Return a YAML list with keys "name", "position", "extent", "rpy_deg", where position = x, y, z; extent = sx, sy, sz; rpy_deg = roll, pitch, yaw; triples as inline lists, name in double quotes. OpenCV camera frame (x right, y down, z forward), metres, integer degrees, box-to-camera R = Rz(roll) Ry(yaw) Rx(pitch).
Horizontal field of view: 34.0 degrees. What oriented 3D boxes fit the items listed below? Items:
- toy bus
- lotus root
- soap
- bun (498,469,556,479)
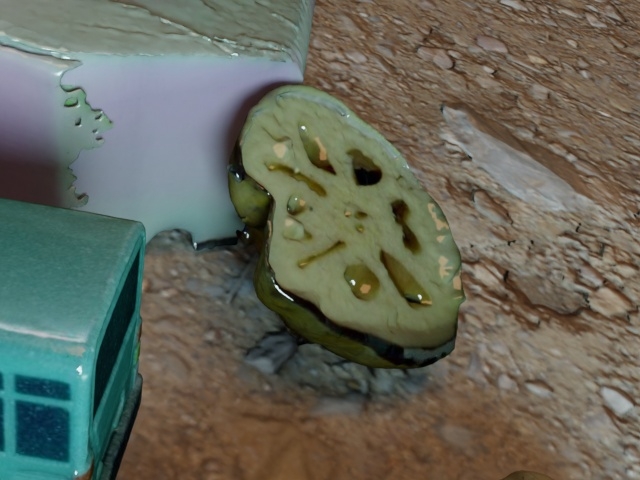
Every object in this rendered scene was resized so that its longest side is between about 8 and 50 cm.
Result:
- name: "toy bus"
  position: [-0.214, 0.044, 0.470]
  extent: [0.256, 0.147, 0.128]
  rpy_deg: [10, 31, -2]
- name: "lotus root"
  position: [0.003, 0.002, 0.699]
  extent: [0.203, 0.078, 0.183]
  rpy_deg: [37, 43, -26]
- name: "soap"
  position: [-0.141, -0.166, 0.814]
  extent: [0.261, 0.156, 0.446]
  rpy_deg: [18, 35, -8]
- name: "bun"
  position: [0.129, 0.189, 0.521]
  extent: [0.183, 0.102, 0.183]
  rpy_deg: [17, 36, -13]
